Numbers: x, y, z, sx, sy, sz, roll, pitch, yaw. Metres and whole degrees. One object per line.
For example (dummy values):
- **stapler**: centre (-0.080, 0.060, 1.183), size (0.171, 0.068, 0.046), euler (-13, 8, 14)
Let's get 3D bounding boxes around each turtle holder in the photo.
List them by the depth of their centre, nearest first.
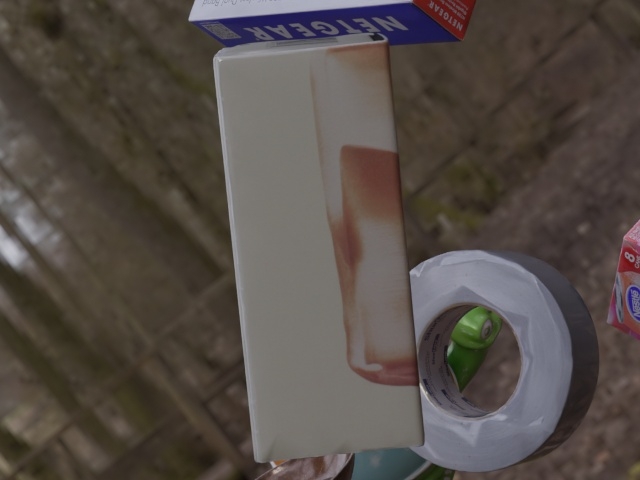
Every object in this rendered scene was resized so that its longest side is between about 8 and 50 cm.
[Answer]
- **turtle holder**: centre (0.079, 0.203, 2.370), size (0.320, 0.243, 0.227), euler (-8, -34, 6)

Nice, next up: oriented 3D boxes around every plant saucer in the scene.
- **plant saucer**: centre (-0.041, 0.274, 1.932), size (0.199, 0.036, 0.198), euler (-32, 8, 5)

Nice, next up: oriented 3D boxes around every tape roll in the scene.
- **tape roll**: centre (0.160, 0.117, 1.864), size (0.219, 0.219, 0.072), euler (-37, -16, 25)

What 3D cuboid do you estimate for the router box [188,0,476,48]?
- **router box**: centre (0.046, -0.345, 1.936), size (0.335, 0.082, 0.301), euler (2, 67, 46)

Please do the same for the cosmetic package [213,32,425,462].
- **cosmetic package**: centre (0.000, 0.000, 1.402), size (0.129, 0.296, 0.153), euler (-5, 10, -1)

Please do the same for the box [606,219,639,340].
- **box**: centre (0.489, -0.001, 2.288), size (0.300, 0.142, 0.154), euler (-42, -31, -35)
